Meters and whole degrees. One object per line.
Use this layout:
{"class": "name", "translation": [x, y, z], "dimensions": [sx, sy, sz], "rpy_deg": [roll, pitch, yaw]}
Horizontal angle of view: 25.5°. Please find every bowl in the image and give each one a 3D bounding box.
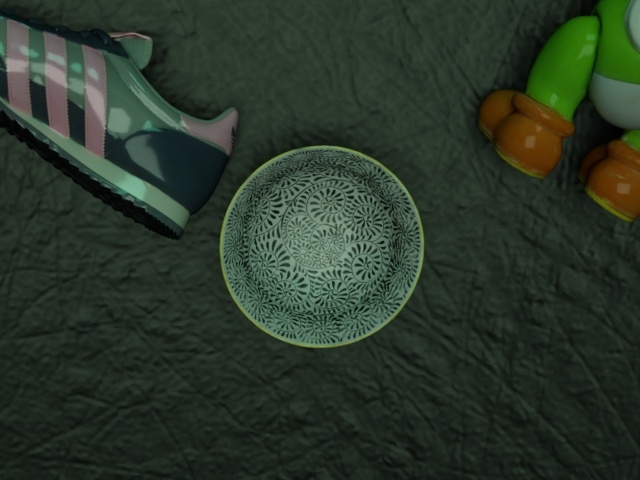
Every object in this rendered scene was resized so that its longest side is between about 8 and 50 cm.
{"class": "bowl", "translation": [0.000, 0.000, 1.203], "dimensions": [0.170, 0.080, 0.170], "rpy_deg": [0, 99, -2]}

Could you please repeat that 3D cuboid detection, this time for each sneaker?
{"class": "sneaker", "translation": [-0.213, -0.140, 1.174], "dimensions": [0.319, 0.112, 0.131], "rpy_deg": [37, 79, -10]}

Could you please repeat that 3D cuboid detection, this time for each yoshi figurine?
{"class": "yoshi figurine", "translation": [0.283, -0.214, 1.163], "dimensions": [0.203, 0.203, 0.362], "rpy_deg": [43, 114, 32]}
